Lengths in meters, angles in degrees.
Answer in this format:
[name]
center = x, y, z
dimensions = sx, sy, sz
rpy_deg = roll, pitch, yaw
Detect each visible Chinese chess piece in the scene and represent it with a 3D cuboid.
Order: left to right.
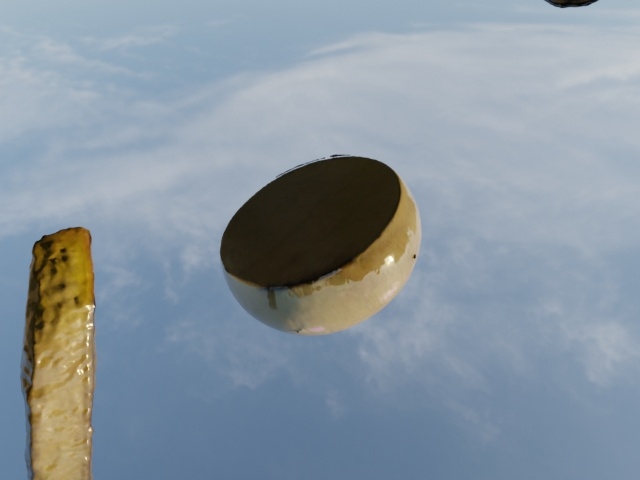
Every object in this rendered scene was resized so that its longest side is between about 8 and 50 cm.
[Chinese chess piece]
center = 0.000, 0.000, 0.606
dimensions = 0.250, 0.097, 0.251
rpy_deg = -17, -142, 14

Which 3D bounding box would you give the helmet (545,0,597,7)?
[helmet]
center = 0.234, -0.343, 0.378
dimensions = 0.160, 0.279, 0.230
rpy_deg = -22, -178, -12

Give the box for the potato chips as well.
[potato chips]
center = -0.233, 0.189, 0.443
dimensions = 0.057, 0.407, 0.080
rpy_deg = 0, -158, -24
